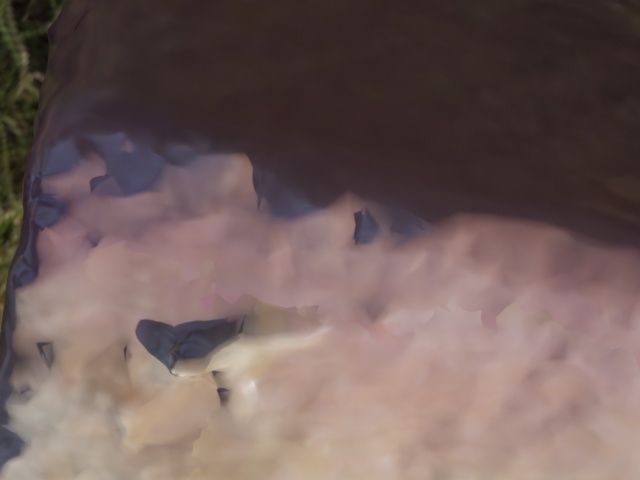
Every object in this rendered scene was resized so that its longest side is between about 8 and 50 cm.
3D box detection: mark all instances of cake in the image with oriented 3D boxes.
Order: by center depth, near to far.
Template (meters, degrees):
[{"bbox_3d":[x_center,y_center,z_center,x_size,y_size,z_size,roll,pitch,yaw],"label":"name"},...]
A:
[{"bbox_3d":[0.000,0.000,0.568,0.230,0.309,0.237,12,123,-6],"label":"cake"}]
